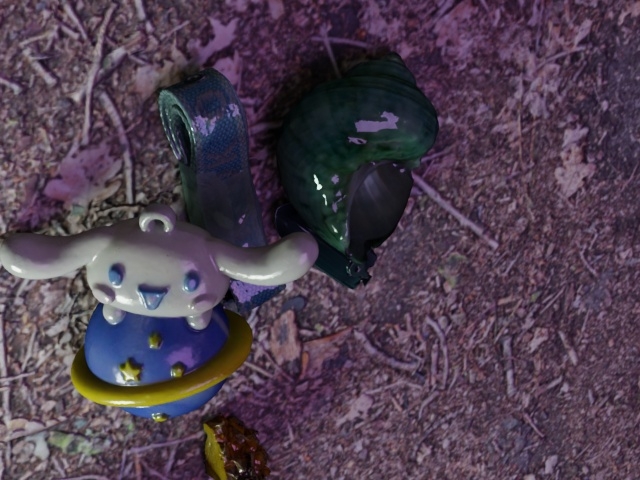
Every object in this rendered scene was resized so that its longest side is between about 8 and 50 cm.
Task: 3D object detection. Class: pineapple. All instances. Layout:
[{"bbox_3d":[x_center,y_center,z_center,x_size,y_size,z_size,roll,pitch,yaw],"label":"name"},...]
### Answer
[{"bbox_3d":[-0.098,0.262,2.245,0.077,0.114,0.114,-32,131,10],"label":"pineapple"}]

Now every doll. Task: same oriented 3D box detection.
[{"bbox_3d":[-0.134,0.059,2.012,0.311,0.159,0.243,-11,109,14],"label":"doll"}]

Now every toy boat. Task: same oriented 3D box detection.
[{"bbox_3d":[0.000,0.000,2.170,0.141,0.060,0.055,36,93,-36],"label":"toy boat"}]

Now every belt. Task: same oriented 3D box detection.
[{"bbox_3d":[-0.101,-0.041,2.044,0.072,0.087,0.302,-31,132,-23],"label":"belt"}]

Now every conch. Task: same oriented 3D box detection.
[{"bbox_3d":[0.042,-0.103,2.085,0.202,0.134,0.196,-48,153,-5],"label":"conch"}]
